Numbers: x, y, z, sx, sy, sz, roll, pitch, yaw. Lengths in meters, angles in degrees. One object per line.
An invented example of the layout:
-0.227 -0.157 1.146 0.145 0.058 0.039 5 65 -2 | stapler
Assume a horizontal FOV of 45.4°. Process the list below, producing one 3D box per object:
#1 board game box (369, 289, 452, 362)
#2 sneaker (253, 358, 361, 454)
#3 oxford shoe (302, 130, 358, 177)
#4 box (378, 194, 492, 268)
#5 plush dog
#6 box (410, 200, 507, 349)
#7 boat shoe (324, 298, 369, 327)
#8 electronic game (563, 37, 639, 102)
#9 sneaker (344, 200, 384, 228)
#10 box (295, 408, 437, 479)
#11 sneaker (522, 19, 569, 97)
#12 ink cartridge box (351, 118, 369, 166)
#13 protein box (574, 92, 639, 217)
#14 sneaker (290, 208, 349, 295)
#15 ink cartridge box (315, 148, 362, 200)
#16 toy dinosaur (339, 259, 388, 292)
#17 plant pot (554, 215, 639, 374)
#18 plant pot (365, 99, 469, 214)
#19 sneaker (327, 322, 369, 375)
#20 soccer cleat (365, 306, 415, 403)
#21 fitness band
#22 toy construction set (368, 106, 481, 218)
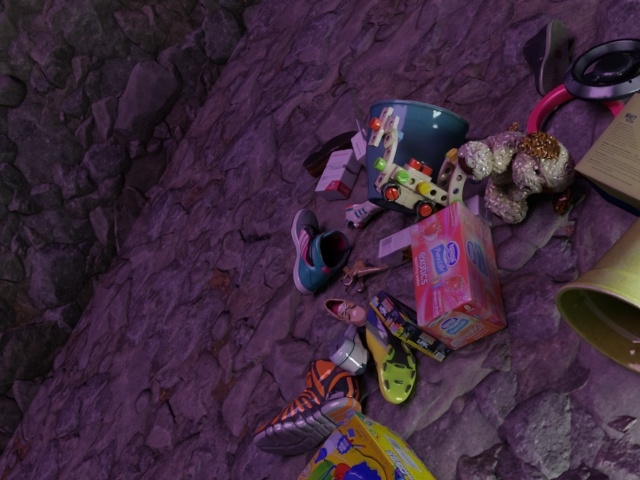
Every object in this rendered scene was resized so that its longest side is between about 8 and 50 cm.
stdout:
0.211 0.200 1.785 0.048 0.170 0.141 -51 33 10 | board game box
-0.031 0.424 1.965 0.321 0.124 0.180 -27 36 20 | sneaker
0.045 -0.287 2.537 0.212 0.076 0.076 -36 32 0 | oxford shoe
0.291 -0.018 1.976 0.324 0.063 0.067 -27 42 36 | box
0.473 -0.170 1.730 0.225 0.262 0.210 18 67 48 | plush dog
0.317 0.079 1.783 0.154 0.142 0.300 -30 40 32 | box
0.069 0.194 2.076 0.170 0.059 0.063 6 66 54 | boat shoe
0.684 -0.397 1.780 0.229 0.048 0.229 -18 39 15 | electronic game
0.133 -0.073 2.250 0.161 0.057 0.075 -10 70 47 | sneaker
0.099 0.568 1.597 0.279 0.177 0.290 -54 32 4 | box
0.583 -0.454 1.998 0.118 0.083 0.222 -29 44 64 | sneaker
0.158 -0.255 2.233 0.067 0.198 0.115 -40 35 22 | ink cartridge box
0.673 -0.159 1.544 0.201 0.136 0.200 -52 32 5 | protein box
0.000 0.000 2.274 0.178 0.124 0.295 -34 46 37 | sneaker
0.062 -0.209 2.441 0.109 0.063 0.150 0 61 52 | ink cartridge box
0.104 0.094 2.127 0.183 0.053 0.093 -6 55 50 | toy dinosaur
0.603 0.073 1.345 0.254 0.276 0.276 -51 31 -14 | plant pot
0.237 -0.210 2.054 0.271 0.271 0.255 5 79 54 | plant pot
0.075 0.283 1.930 0.094 0.091 0.258 -45 2 11 | sneaker
0.166 0.280 1.874 0.121 0.093 0.289 113 158 -46 | soccer cleat
0.609 -0.268 1.808 0.209 0.054 0.291 -41 36 17 | fitness band
0.249 -0.178 1.862 0.215 0.327 0.151 -60 10 13 | toy construction set
